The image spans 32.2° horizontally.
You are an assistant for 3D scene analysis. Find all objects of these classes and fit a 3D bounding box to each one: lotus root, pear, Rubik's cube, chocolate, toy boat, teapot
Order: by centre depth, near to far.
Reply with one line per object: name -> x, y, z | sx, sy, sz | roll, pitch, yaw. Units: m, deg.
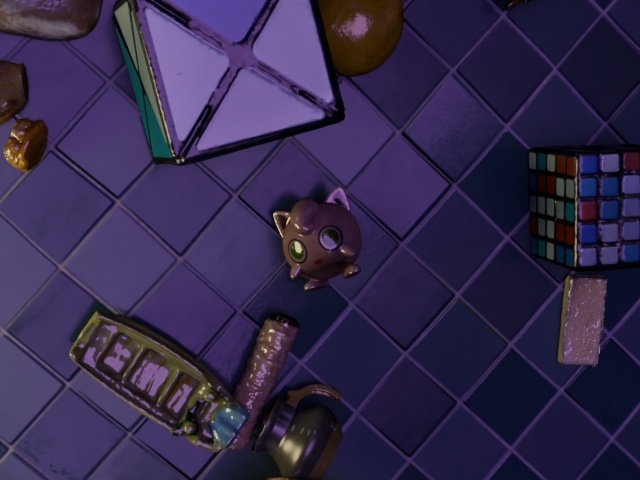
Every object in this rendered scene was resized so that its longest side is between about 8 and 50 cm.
lotus root -> -0.527, -0.181, 1.535 | 0.258, 0.097, 0.110 | -19, 103, -18
Rubik's cube -> -0.134, -0.251, 1.540 | 0.250, 0.248, 0.246 | -17, 98, -12
chocolate -> -0.429, -0.367, 1.544 | 0.253, 0.080, 0.157 | 6, 94, -14
pear -> 0.047, -0.319, 1.629 | 0.149, 0.149, 0.162 | 41, 81, -14
toy boat -> -0.237, 0.207, 1.648 | 0.276, 0.084, 0.111 | 34, 89, -10
teapot -> -0.029, 0.289, 1.693 | 0.119, 0.130, 0.166 | 28, 56, 1
Rubik's cube -> 0.442, -0.056, 1.726 | 0.182, 0.184, 0.187 | -4, 95, -13

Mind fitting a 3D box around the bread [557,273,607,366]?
bread -> 0.430, 0.131, 1.822 | 0.068, 0.028, 0.154 | 2, 96, -13

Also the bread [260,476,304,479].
bread -> -0.046, 0.444, 1.653 | 0.198, 0.236, 0.120 | 35, 43, -27

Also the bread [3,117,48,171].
bread -> -0.417, -0.136, 1.574 | 0.046, 0.083, 0.081 | 24, 47, -4

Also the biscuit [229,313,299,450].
biscuit -> -0.098, 0.213, 1.693 | 0.061, 0.055, 0.219 | 23, 89, -9

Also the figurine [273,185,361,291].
figurine -> 0.000, 0.000, 1.661 | 0.125, 0.125, 0.138 | -18, 86, -11

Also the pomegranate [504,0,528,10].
pomegranate -> 0.314, -0.470, 1.679 | 0.156, 0.156, 0.220 | -7, 83, -12
